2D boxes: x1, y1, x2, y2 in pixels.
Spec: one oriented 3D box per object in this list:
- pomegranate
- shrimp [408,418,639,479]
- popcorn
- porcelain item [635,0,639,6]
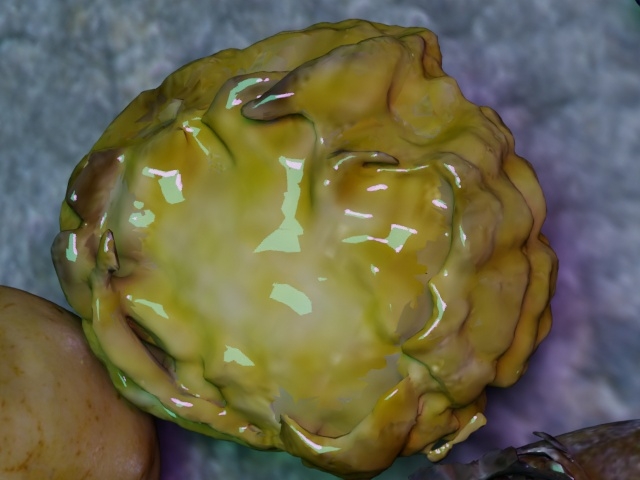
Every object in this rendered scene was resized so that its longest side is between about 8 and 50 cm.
[{"bbox_3d":[-0.174,0.121,1.035,0.196,0.196,0.196,-4,78,20],"label":"pomegranate"},{"bbox_3d":[0.084,0.174,0.961,0.343,0.116,0.145,-15,68,14],"label":"shrimp"},{"bbox_3d":[0.000,0.000,0.990,0.250,0.190,0.250,-3,77,13],"label":"popcorn"},{"bbox_3d":[0.158,-0.250,1.010,0.186,0.138,0.288,-29,70,24],"label":"porcelain item"}]
